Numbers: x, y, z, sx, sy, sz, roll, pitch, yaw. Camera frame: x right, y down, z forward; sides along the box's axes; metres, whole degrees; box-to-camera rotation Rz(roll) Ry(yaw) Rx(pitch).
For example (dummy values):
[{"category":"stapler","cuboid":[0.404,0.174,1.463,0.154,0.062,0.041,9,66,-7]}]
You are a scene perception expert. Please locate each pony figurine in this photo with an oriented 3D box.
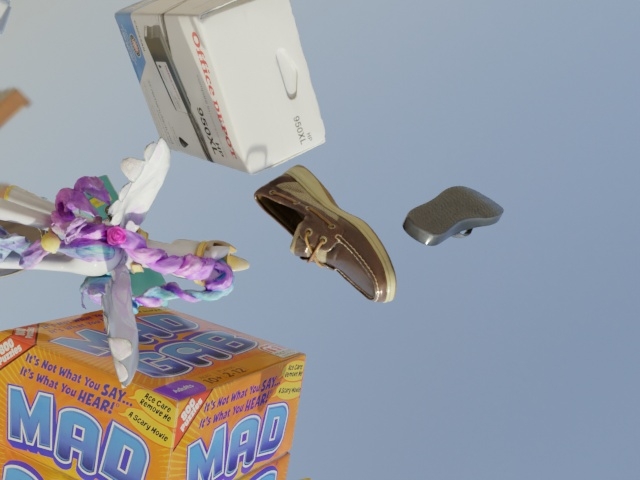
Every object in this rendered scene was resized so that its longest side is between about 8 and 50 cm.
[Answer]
[{"category":"pony figurine","cuboid":[-0.289,0.007,1.282,0.351,0.363,0.303,-25,126,-86]}]

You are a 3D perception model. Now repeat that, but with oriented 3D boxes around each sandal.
[{"category":"sandal","cuboid":[0.223,-0.038,1.688,0.254,0.054,0.097,-16,-131,-45]}]

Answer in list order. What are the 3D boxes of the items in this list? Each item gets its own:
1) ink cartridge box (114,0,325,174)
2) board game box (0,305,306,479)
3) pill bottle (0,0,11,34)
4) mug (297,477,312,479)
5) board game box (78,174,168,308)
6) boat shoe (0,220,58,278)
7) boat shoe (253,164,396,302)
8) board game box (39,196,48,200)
[{"category":"ink cartridge box","cuboid":[-0.187,-0.299,1.743,0.166,0.286,0.395,-28,-155,-24]},{"category":"board game box","cuboid":[-0.287,0.335,1.596,0.356,0.357,0.356,15,-168,27]},{"category":"pill bottle","cuboid":[-0.449,-0.474,1.292,0.210,0.210,0.363,25,-83,60]},{"category":"mug","cuboid":[-0.044,0.394,1.492,0.064,0.078,0.062,-6,-168,-29]},{"category":"board game box","cuboid":[-0.444,0.060,2.187,0.079,0.254,0.336,-21,-120,-23]},{"category":"boat shoe","cuboid":[-0.615,0.005,1.656,0.324,0.117,0.097,-3,172,4]},{"category":"boat shoe","cuboid":[0.000,0.000,1.725,0.123,0.123,0.342,-24,-125,-25]},{"category":"board game box","cuboid":[-0.814,-0.033,2.002,0.389,0.050,0.390,6,-160,11]}]
